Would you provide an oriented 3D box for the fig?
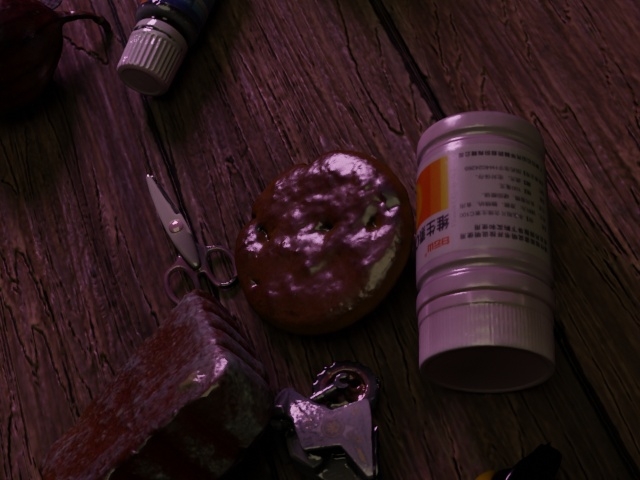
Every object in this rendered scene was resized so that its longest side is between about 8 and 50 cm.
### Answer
[{"bbox_3d":[-0.380,-0.243,1.217,0.202,0.148,0.149,-35,25,7],"label":"fig"}]

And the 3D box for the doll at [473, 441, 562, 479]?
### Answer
[{"bbox_3d":[0.153,0.285,0.843,0.127,0.088,0.248,21,72,23],"label":"doll"}]

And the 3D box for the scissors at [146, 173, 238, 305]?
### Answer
[{"bbox_3d":[-0.156,-0.006,1.111,0.085,0.022,0.176,-28,62,-7],"label":"scissors"}]

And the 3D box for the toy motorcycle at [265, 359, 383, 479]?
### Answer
[{"bbox_3d":[0.006,0.207,0.920,0.123,0.080,0.215,-10,52,3],"label":"toy motorcycle"}]

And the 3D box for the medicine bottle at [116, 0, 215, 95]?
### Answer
[{"bbox_3d":[-0.183,-0.275,1.231,0.084,0.083,0.203,11,67,19],"label":"medicine bottle"}]

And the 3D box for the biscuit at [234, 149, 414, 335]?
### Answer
[{"bbox_3d":[0.000,0.000,1.033,0.212,0.036,0.212,-16,57,26],"label":"biscuit"}]

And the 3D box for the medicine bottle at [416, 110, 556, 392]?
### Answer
[{"bbox_3d":[0.157,0.010,0.966,0.133,0.133,0.249,-4,62,11],"label":"medicine bottle"}]

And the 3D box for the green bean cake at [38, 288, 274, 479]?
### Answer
[{"bbox_3d":[-0.152,0.174,0.935,0.233,0.097,0.198,-44,25,-1],"label":"green bean cake"}]
